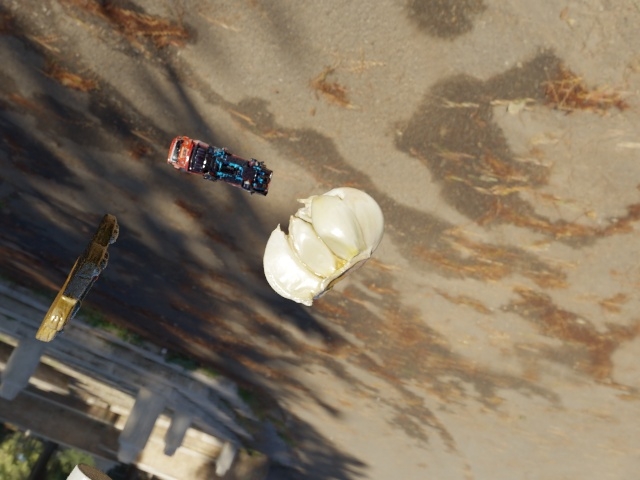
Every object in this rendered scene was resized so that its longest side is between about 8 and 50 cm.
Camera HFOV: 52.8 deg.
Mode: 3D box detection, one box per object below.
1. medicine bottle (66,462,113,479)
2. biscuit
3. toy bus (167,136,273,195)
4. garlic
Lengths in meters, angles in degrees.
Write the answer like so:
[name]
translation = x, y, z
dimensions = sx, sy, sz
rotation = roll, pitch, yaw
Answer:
[medicine bottle]
translation = -0.535, 0.586, 1.404
dimensions = 0.105, 0.168, 0.105
rotation = 32, 169, 7
[biscuit]
translation = -0.461, 0.087, 1.225
dimensions = 0.049, 0.197, 0.301
rotation = 31, 120, -18
[toy bus]
translation = -0.192, -0.143, 1.271
dimensions = 0.096, 0.074, 0.234
rotation = 14, 179, 39
[garlic]
translation = 0.009, -0.005, 1.422
dimensions = 0.203, 0.281, 0.184
rotation = 50, -161, 7
